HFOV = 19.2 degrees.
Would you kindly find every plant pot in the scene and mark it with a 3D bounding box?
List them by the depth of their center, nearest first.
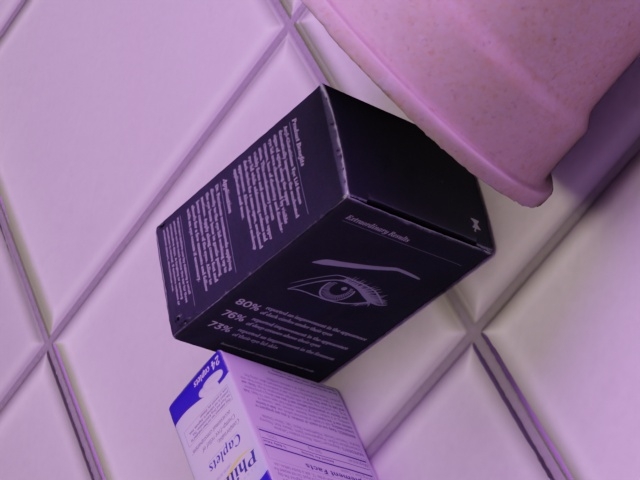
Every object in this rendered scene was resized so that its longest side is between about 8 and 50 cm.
[{"bbox_3d":[0.151,-0.245,1.251,0.305,0.334,0.334,-41,46,16],"label":"plant pot"}]

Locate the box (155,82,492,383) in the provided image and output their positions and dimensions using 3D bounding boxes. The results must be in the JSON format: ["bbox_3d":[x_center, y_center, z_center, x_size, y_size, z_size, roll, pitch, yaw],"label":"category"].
[{"bbox_3d":[0.000,0.000,1.421,0.207,0.153,0.108,-38,48,32],"label":"box"}]

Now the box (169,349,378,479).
[{"bbox_3d":[-0.030,0.166,1.405,0.072,0.126,0.137,-48,43,23],"label":"box"}]
